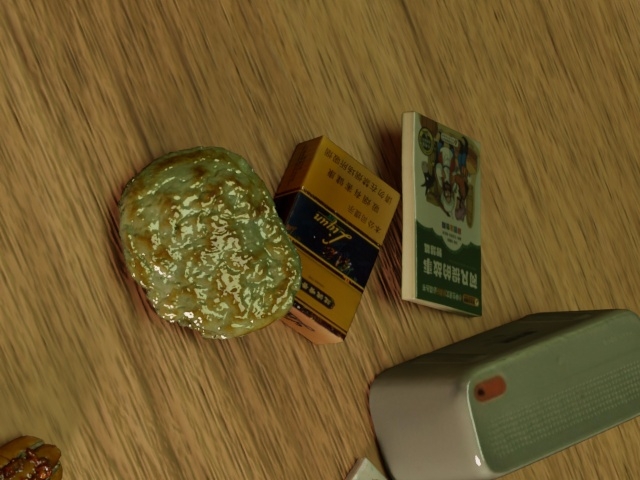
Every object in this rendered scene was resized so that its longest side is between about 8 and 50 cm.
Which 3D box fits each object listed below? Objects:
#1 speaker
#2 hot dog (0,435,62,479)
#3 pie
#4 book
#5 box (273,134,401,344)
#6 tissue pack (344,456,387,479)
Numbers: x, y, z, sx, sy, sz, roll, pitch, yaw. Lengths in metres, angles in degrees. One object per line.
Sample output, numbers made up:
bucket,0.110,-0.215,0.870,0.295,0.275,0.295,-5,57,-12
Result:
speaker,0.281,0.214,1.964,0.406,0.184,0.183,-15,92,-38
hot dog,-0.375,0.302,1.517,0.249,0.076,0.102,-36,107,-37
pie,-0.144,0.007,1.723,0.201,0.090,0.248,-25,87,-17
book,0.174,-0.033,1.989,0.202,0.027,0.264,18,70,-56
box,0.000,0.000,1.865,0.152,0.070,0.237,37,59,-27
tissue pack,0.076,0.346,1.885,0.108,0.023,0.056,47,57,-20
